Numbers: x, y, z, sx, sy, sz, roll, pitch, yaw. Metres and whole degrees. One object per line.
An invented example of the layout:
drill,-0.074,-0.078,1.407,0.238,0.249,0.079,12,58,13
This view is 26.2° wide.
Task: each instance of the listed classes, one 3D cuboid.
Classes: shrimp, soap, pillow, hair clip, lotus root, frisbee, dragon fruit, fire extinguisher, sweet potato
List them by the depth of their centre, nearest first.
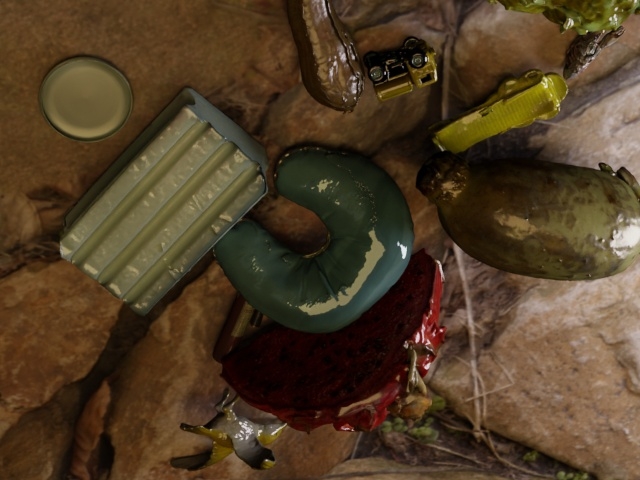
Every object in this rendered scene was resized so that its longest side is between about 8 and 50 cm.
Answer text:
sweet potato,0.003,-0.254,1.578,0.081,0.062,0.233,-16,118,-16
frisbee,-0.276,-0.166,1.616,0.110,0.014,0.110,-4,119,-6
shrimp,0.321,-0.233,1.649,0.092,0.029,0.038,-42,108,10
soap,-0.190,-0.044,1.657,0.150,0.094,0.261,40,109,-19
hair clip,0.219,-0.152,1.668,0.173,0.046,0.072,-30,122,11
lotus root,0.257,-0.031,1.678,0.309,0.173,0.173,10,118,-18
pillow,0.000,0.000,1.691,0.214,0.086,0.233,38,99,-9
dragon fruit,0.052,0.181,1.740,0.317,0.205,0.152,-27,125,4
fire extinguisher,-0.092,0.087,1.774,0.049,0.035,0.173,17,119,-12

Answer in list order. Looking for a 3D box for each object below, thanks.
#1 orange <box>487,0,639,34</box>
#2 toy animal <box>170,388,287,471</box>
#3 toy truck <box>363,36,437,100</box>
orange,0.286,-0.370,1.456,0.301,0.223,0.300,15,111,-15
toy animal,-0.104,0.246,1.834,0.155,0.219,0.095,-35,105,-29
toy truck,0.098,-0.202,1.624,0.083,0.049,0.054,-19,121,5
